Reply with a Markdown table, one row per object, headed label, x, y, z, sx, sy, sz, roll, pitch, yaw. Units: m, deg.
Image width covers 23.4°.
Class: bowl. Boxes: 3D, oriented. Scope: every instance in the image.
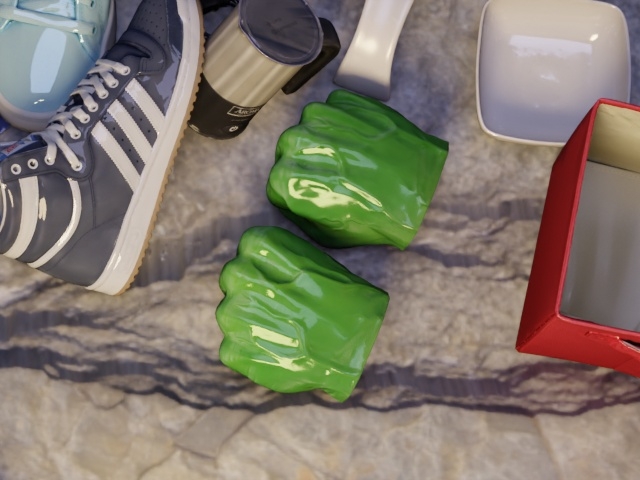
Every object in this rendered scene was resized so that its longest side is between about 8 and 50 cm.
| label | x | y | z | sx | sy | sz | roll | pitch | yaw |
| --- | --- | --- | --- | --- | --- | --- | --- | --- | --- |
| bowl | 0.210 | -0.149 | 1.419 | 0.142 | 0.053 | 0.142 | 4 | 76 | -2 |

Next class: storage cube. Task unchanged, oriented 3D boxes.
| label | x | y | z | sx | sy | sz | roll | pitch | yaw |
| --- | --- | --- | --- | --- | --- | --- | --- | --- | --- |
| storage cube | 0.286 | 0.011 | 1.315 | 0.184 | 0.193 | 0.215 | 13 | 76 | 0 |

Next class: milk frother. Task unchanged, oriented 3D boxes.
| label | x | y | z | sx | sy | sz | roll | pitch | yaw |
| --- | --- | --- | --- | --- | --- | --- | --- | --- | --- |
| milk frother | -0.070 | -0.188 | 1.372 | 0.129 | 0.135 | 0.143 | -30 | 84 | -42 |

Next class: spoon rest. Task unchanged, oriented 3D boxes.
| label | x | y | z | sx | sy | sz | roll | pitch | yaw |
| --- | --- | --- | --- | --- | --- | --- | --- | --- | --- |
| spoon rest | 0.085 | -0.270 | 1.425 | 0.137 | 0.084 | 0.276 | 18 | 78 | 1 |

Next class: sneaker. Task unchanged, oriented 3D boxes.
| label | x | y | z | sx | sy | sz | roll | pitch | yaw |
| --- | --- | --- | --- | --- | --- | --- | --- | --- | --- |
| sneaker | -0.242 | -0.285 | 1.379 | 0.135 | 0.150 | 0.365 | 4 | 77 | -1 |
| sneaker | -0.203 | -0.103 | 1.322 | 0.153 | 0.099 | 0.282 | 16 | 89 | -29 |

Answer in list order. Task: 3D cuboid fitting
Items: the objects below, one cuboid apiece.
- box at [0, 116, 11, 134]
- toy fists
| label | x | y | z | sx | sy | sz | roll | pitch | yaw |
| --- | --- | --- | --- | --- | --- | --- | --- | --- | --- |
| box | -0.392 | -0.089 | 1.387 | 0.136 | 0.036 | 0.225 | 43 | 78 | 7 |
| toy fists | 0.000 | 0.000 | 1.357 | 0.142 | 0.096 | 0.279 | 25 | 76 | -7 |
